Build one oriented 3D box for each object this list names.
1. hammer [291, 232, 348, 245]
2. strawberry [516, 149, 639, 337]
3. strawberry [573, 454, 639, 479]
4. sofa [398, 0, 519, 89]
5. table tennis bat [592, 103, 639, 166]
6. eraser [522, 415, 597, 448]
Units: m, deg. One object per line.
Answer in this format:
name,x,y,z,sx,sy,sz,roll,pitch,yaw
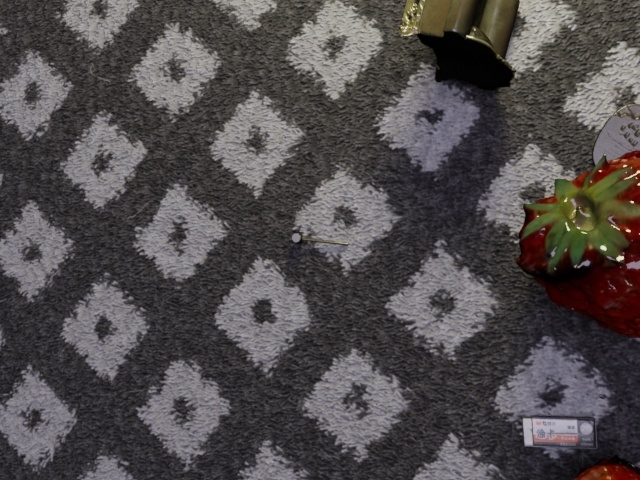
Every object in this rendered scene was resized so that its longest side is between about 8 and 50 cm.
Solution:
hammer,0.000,0.000,1.312,0.110,0.035,0.019,5,86,6
strawberry,0.496,0.010,1.081,0.292,0.310,0.291,-21,57,37
strawberry,0.448,0.489,1.012,0.239,0.288,0.250,22,110,6
sofa,0.272,-0.395,1.169,0.182,0.258,0.199,13,86,29
table tennis bat,0.580,-0.202,1.190,0.131,0.022,0.234,32,95,16
eraser,0.414,0.332,1.167,0.122,0.029,0.052,-3,83,14
